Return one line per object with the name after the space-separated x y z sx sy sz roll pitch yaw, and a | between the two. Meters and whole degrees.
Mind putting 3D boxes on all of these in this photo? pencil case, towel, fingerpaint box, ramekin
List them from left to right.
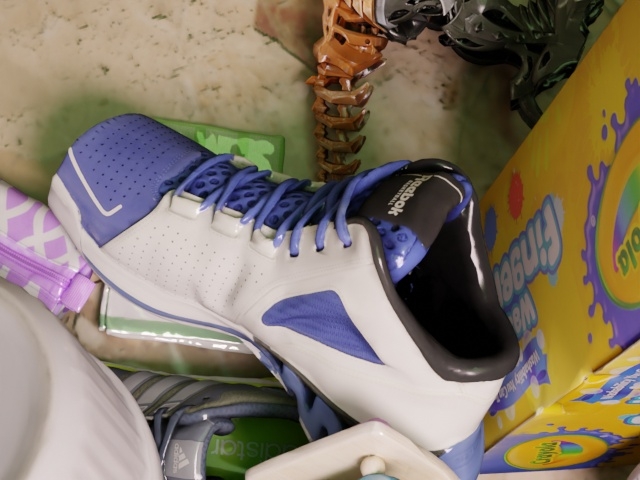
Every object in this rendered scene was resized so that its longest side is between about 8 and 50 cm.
-0.228 0.133 0.782 0.272 0.127 0.273 -5 53 6 | ramekin
-0.238 -0.015 0.912 0.206 0.088 0.086 30 71 -8 | pencil case
-0.085 -0.004 0.975 0.113 0.023 0.152 8 82 -12 | towel
0.297 0.006 0.818 0.371 0.445 0.163 -2 71 -10 | fingerpaint box

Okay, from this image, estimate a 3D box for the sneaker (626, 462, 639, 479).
0.299 0.184 0.925 0.180 0.321 0.124 -36 51 -18 | sneaker

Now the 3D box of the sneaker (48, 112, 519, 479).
0.001 0.001 0.849 0.315 0.182 0.127 39 44 12 | sneaker

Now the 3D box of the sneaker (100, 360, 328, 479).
-0.109 0.127 0.907 0.300 0.121 0.111 -1 86 -10 | sneaker

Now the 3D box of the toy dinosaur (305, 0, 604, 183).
0.080 -0.176 0.973 0.218 0.164 0.322 24 117 7 | toy dinosaur

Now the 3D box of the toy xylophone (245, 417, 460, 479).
0.008 0.273 0.775 0.081 0.236 0.323 21 46 -39 | toy xylophone
